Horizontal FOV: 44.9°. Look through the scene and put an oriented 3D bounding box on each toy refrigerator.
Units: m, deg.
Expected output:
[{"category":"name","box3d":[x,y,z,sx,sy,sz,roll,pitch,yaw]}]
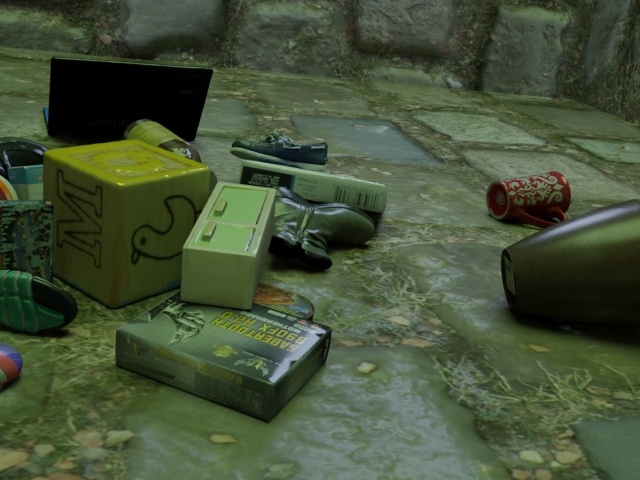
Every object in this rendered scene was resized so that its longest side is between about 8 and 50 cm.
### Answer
[{"category":"toy refrigerator","box3d":[-0.132,-0.005,1.175,0.102,0.094,0.269,8,24,1]}]

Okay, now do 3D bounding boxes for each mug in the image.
[{"category":"mug","box3d":[0.491,-0.096,1.801,0.169,0.113,0.150,-5,23,-23]}]

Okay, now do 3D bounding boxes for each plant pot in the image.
[{"category":"plant pot","box3d":[0.430,0.050,1.304,0.230,0.216,0.215,-7,21,1]}]

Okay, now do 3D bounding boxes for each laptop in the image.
[{"category":"laptop","box3d":[-0.524,-0.395,2.048,0.381,0.408,0.236,-1,57,-22]}]

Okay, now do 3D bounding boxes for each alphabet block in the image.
[{"category":"alphabet block","box3d":[-0.310,-0.036,1.225,0.193,0.197,0.192,22,25,31]}]

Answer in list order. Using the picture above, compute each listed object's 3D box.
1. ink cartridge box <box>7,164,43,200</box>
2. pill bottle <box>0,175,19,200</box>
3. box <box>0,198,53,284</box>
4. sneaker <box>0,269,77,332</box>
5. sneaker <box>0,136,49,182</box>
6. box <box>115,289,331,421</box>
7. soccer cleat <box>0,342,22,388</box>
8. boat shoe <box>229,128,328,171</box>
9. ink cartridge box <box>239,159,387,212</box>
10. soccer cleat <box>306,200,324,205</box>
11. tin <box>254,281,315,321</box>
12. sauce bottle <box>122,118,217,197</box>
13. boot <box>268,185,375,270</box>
[{"category":"ink cartridge box","box3d":[-0.467,-0.058,1.323,0.092,0.143,0.089,-11,10,-40]},{"category":"pill bottle","box3d":[-0.594,-0.030,1.212,0.121,0.121,0.221,17,23,23]},{"category":"box","box3d":[-0.445,0.008,1.146,0.093,0.137,0.027,-3,23,-25]},{"category":"sneaker","box3d":[-0.437,0.068,1.078,0.223,0.083,0.098,8,16,3]},{"category":"sneaker","box3d":[-0.630,-0.092,1.401,0.340,0.125,0.139,-22,49,-41]},{"category":"box","box3d":[-0.126,0.140,1.033,0.230,0.056,0.183,16,22,20]},{"category":"soccer cleat","box3d":[-0.446,0.118,0.863,0.248,0.095,0.083,11,13,-44]},{"category":"boat shoe","box3d":[-0.089,-0.212,1.786,0.254,0.079,0.095,7,3,-30]},{"category":"ink cartridge box","box3d":[-0.004,-0.118,1.702,0.303,0.072,0.307,9,2,5]},{"category":"soccer cleat","box3d":[-0.065,-0.049,1.545,0.196,0.068,0.076,-2,15,-39]},{"category":"tin","box3d":[-0.101,0.100,1.175,0.189,0.040,0.106,16,18,20]},{"category":"sauce bottle","box3d":[-0.332,-0.175,1.709,0.111,0.112,0.344,-6,27,-33]},{"category":"boot","box3d":[0.000,0.000,1.432,0.246,0.083,0.161,15,37,-24]}]
